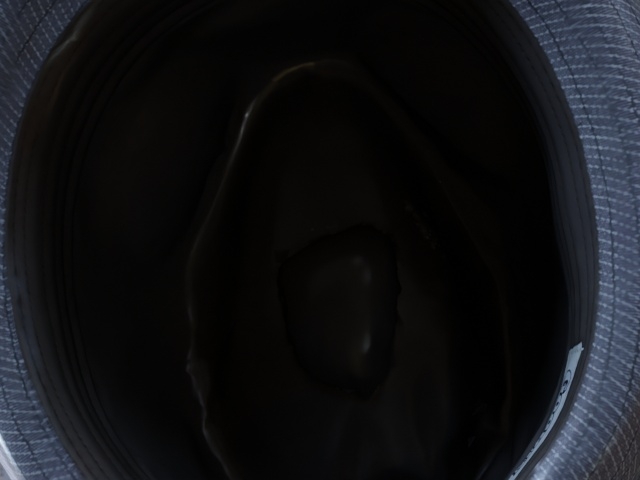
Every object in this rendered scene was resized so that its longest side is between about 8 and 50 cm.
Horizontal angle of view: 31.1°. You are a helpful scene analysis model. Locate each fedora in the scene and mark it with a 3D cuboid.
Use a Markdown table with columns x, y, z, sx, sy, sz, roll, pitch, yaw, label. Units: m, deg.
| x | y | z | sx | sy | sz | roll | pitch | yaw | label |
| --- | --- | --- | --- | --- | --- | --- | --- | --- | --- |
| 0.000 | 0.000 | 0.404 | 0.243 | 0.124 | 0.276 | -19 | 75 | 5 | fedora |
